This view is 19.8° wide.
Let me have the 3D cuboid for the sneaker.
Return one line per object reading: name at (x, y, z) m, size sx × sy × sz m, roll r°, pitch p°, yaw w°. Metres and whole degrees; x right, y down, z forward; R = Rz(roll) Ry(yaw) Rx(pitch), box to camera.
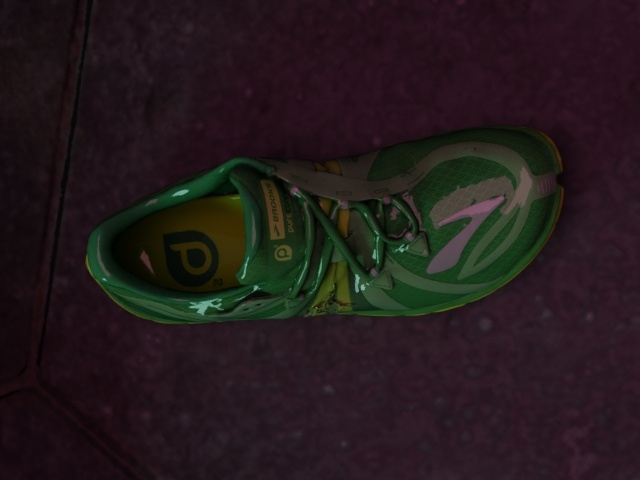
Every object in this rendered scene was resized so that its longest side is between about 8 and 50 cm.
sneaker at (0.000, 0.000, 1.082) m, size 0.295 × 0.123 × 0.109 m, roll -12°, pitch 86°, yaw 12°
